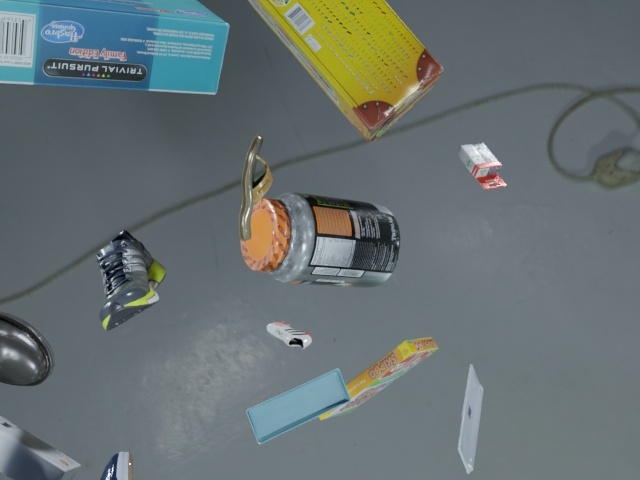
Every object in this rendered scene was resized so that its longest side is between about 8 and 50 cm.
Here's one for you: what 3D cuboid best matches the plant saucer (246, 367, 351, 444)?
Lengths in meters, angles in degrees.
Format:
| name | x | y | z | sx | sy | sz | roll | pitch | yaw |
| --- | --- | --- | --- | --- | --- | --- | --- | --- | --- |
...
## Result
| name | x | y | z | sx | sy | sz | roll | pitch | yaw |
| --- | --- | --- | --- | --- | --- | --- | --- | --- | --- |
| plant saucer | -0.040 | 0.299 | 1.499 | 0.192 | 0.018 | 0.067 | -21 | 90 | -22 |

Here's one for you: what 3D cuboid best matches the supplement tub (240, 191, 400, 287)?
| name | x | y | z | sx | sy | sz | roll | pitch | yaw |
| --- | --- | --- | --- | --- | --- | --- | --- | --- | --- |
| supplement tub | 0.000 | 0.000 | 1.778 | 0.315 | 0.193 | 0.194 | 7 | 73 | -34 |

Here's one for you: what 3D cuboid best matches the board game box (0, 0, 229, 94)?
| name | x | y | z | sx | sy | sz | roll | pitch | yaw |
| --- | --- | --- | --- | --- | --- | --- | --- | --- | --- |
| board game box | -0.282 | -0.255 | 0.878 | 0.253 | 0.079 | 0.336 | -2 | 31 | -31 |

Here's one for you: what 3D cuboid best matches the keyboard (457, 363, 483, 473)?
| name | x | y | z | sx | sy | sz | roll | pitch | yaw |
| --- | --- | --- | --- | --- | --- | --- | --- | --- | --- |
| keyboard | 0.304 | 0.357 | 1.679 | 0.014 | 0.256 | 0.072 | -18 | 113 | 25 |

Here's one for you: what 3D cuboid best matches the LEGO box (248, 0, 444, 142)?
| name | x | y | z | sx | sy | sz | roll | pitch | yaw |
| --- | --- | --- | --- | --- | --- | --- | --- | --- | --- |
| LEGO box | 0.022 | -0.471 | 1.806 | 0.193 | 0.372 | 0.500 | -41 | 91 | 4 |

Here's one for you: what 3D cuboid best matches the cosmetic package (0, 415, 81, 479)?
| name | x | y | z | sx | sy | sz | roll | pitch | yaw |
| --- | --- | --- | --- | --- | --- | --- | --- | --- | --- |
| cosmetic package | -0.526 | 0.342 | 1.380 | 0.239 | 0.099 | 0.060 | 30 | 83 | 4 |

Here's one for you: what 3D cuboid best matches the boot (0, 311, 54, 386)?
| name | x | y | z | sx | sy | sz | roll | pitch | yaw |
| --- | --- | --- | --- | --- | --- | --- | --- | --- | --- |
| boot | -0.445 | 0.142 | 0.908 | 0.262 | 0.229 | 0.091 | 21 | 105 | -10 |

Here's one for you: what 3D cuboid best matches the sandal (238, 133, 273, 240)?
| name | x | y | z | sx | sy | sz | roll | pitch | yaw |
| --- | --- | --- | --- | --- | --- | --- | --- | --- | --- |
| sandal | -0.103 | -0.085 | 1.347 | 0.049 | 0.072 | 0.180 | 7 | 105 | 0 |

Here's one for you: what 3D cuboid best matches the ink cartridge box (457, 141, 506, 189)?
| name | x | y | z | sx | sy | sz | roll | pitch | yaw |
| --- | --- | --- | --- | --- | --- | --- | --- | --- | --- |
| ink cartridge box | 0.349 | -0.160 | 1.765 | 0.062 | 0.029 | 0.115 | -11 | 51 | -25 |

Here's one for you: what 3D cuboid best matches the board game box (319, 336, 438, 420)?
| name | x | y | z | sx | sy | sz | roll | pitch | yaw |
| --- | --- | --- | --- | --- | --- | --- | --- | --- | --- |
| board game box | 0.099 | 0.271 | 1.586 | 0.259 | 0.124 | 0.039 | -38 | 70 | 24 |

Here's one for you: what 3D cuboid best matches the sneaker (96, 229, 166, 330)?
| name | x | y | z | sx | sy | sz | roll | pitch | yaw |
| --- | --- | --- | --- | --- | --- | --- | --- | --- | --- |
| sneaker | -0.365 | 0.069 | 1.509 | 0.111 | 0.300 | 0.121 | -32 | 106 | 1 |

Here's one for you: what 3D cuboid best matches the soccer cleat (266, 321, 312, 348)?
| name | x | y | z | sx | sy | sz | roll | pitch | yaw |
| --- | --- | --- | --- | --- | --- | --- | --- | --- | --- |
| soccer cleat | -0.055 | 0.159 | 1.382 | 0.083 | 0.035 | 0.029 | 17 | 120 | 16 |

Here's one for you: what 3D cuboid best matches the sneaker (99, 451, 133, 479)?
| name | x | y | z | sx | sy | sz | roll | pitch | yaw |
| --- | --- | --- | --- | --- | --- | --- | --- | --- | --- |
| sneaker | -0.381 | 0.452 | 1.250 | 0.153 | 0.099 | 0.282 | 14 | 82 | -10 |
